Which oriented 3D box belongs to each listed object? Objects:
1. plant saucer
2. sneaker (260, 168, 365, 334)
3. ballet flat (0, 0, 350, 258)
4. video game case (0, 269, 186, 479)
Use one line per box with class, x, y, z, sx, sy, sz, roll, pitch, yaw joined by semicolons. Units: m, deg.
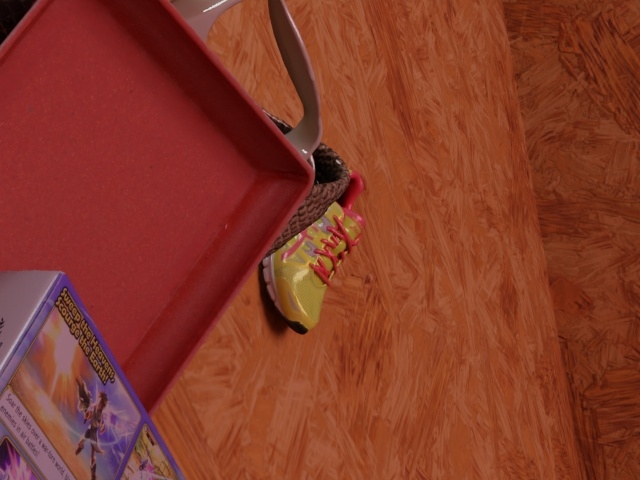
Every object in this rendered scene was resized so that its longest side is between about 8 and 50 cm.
plant saucer;-0.147;-0.014;0.587;0.259;0.048;0.258;-55;138;-11
sneaker;0.000;0.000;0.957;0.081;0.094;0.208;50;37;-46
ballet flat;-0.120;-0.153;0.672;0.483;0.182;0.164;45;17;-47
video game case;-0.160;0.195;0.507;0.244;0.061;0.269;-71;152;-45
